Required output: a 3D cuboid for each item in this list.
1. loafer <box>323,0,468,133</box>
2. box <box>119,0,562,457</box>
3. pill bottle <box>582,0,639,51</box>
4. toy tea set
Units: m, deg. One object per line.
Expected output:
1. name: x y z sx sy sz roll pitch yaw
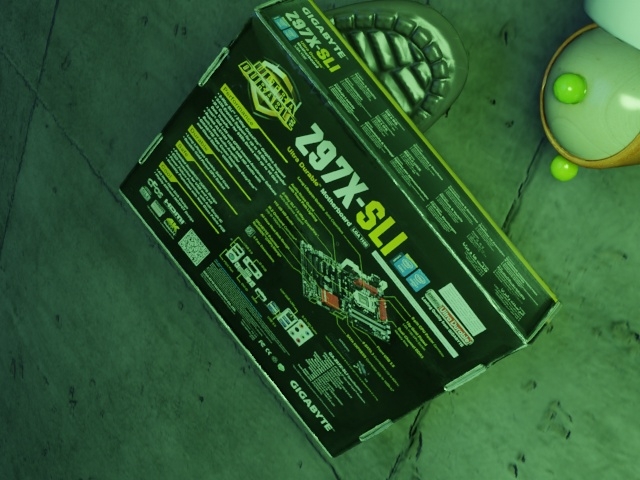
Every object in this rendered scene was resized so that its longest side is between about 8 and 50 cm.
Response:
1. loafer: -0.012 -0.128 0.885 0.366 0.130 0.134 -18 104 41
2. box: 0.000 0.000 0.804 0.322 0.079 0.257 51 132 3
3. pill bottle: 0.257 -0.239 0.393 0.204 0.204 0.361 46 127 43
4. toy tea set: 0.233 -0.182 0.584 0.200 0.124 0.336 7 94 52
